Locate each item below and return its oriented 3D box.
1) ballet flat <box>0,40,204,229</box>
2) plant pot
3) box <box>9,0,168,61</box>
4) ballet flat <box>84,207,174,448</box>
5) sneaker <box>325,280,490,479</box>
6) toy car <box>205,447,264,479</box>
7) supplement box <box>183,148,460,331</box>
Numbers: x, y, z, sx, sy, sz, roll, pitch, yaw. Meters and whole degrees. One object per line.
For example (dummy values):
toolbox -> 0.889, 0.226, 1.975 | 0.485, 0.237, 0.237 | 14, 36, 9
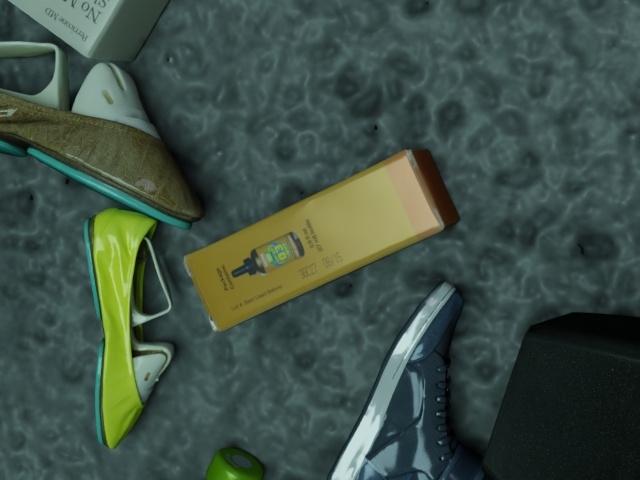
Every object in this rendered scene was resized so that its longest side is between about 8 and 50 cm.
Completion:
ballet flat -> -0.249, -0.118, 1.103 | 0.342, 0.116, 0.124 | 19, 86, 19
plant pot -> 0.240, 0.148, 0.941 | 0.167, 0.188, 0.187 | 22, 103, 27
box -> -0.160, -0.302, 1.048 | 0.113, 0.094, 0.275 | 35, 105, 10
ballet flat -> -0.177, 0.084, 1.114 | 0.077, 0.077, 0.231 | -2, 94, 1
sneaker -> 0.117, 0.162, 1.022 | 0.163, 0.086, 0.226 | 26, 102, 11
toy car -> -0.098, 0.299, 1.050 | 0.149, 0.188, 0.155 | 30, 104, 12
supplement box -> 0.000, 0.000, 1.044 | 0.233, 0.080, 0.078 | -25, 88, 17
